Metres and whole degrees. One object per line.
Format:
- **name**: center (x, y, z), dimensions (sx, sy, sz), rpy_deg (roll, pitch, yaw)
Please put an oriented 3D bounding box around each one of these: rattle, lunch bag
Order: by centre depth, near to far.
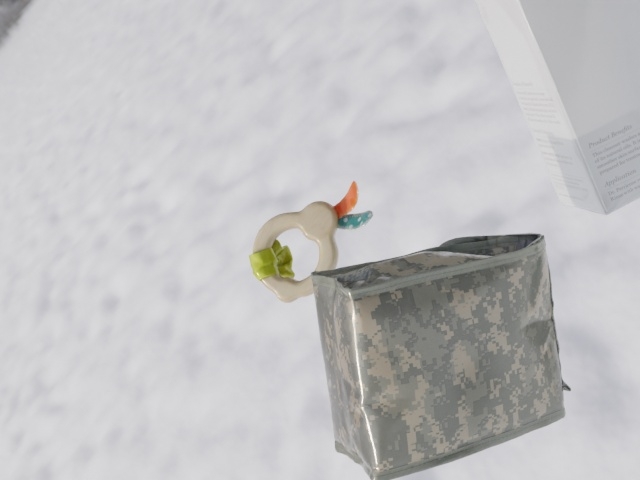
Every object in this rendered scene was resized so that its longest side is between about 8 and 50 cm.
- **lunch bag**: center (0.154, 0.127, 1.293), dimensions (0.287, 0.235, 0.169), rpy_deg (-11, 9, -17)
- **rattle**: center (0.000, 0.000, 1.580), dimensions (0.199, 0.143, 0.130), rpy_deg (-48, 63, 5)

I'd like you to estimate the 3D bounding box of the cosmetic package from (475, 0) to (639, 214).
- **cosmetic package**: center (0.354, -0.251, 1.378), dimensions (0.217, 0.385, 0.156), rpy_deg (-25, 11, -6)
